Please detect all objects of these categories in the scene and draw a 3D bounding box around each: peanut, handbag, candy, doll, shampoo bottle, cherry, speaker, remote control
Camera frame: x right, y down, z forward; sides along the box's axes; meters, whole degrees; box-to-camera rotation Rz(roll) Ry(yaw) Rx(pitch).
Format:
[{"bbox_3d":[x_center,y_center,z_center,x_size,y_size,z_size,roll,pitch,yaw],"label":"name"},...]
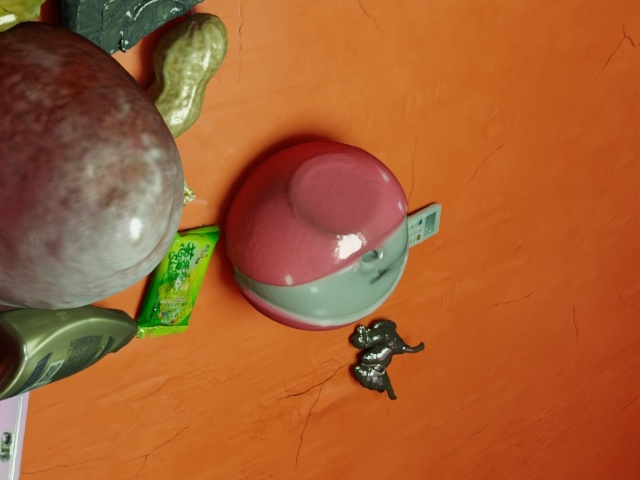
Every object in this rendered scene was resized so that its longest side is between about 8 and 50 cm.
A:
[{"bbox_3d":[-0.184,-0.207,1.450,0.089,0.089,0.192,13,105,-49],"label":"peanut"},{"bbox_3d":[-0.211,-0.322,1.356,0.270,0.089,0.175,-35,144,-26],"label":"handbag"},{"bbox_3d":[-0.208,0.060,1.638,0.102,0.032,0.178,4,112,-47],"label":"candy"},{"bbox_3d":[0.107,0.211,2.049,0.165,0.057,0.139,26,97,-42],"label":"doll"},{"bbox_3d":[-0.330,0.129,1.402,0.125,0.084,0.350,-47,172,11],"label":"shampoo bottle"},{"bbox_3d":[-0.310,-0.063,1.245,0.291,0.335,0.326,-30,159,-51],"label":"cherry"},{"bbox_3d":[0.000,0.000,1.704,0.294,0.294,0.294,-25,131,-33],"label":"speaker"},{"bbox_3d":[0.149,-0.016,1.962,0.162,0.029,0.061,-26,133,-39],"label":"remote control"}]

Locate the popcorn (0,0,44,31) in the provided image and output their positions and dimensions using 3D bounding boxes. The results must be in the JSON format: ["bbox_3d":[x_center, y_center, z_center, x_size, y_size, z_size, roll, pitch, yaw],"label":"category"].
[{"bbox_3d":[-0.310,-0.326,1.126,0.250,0.190,0.250,-35,177,-2],"label":"popcorn"}]

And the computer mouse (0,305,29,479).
[{"bbox_3d":[-0.434,0.218,1.414,0.158,0.072,0.310,24,65,-53],"label":"computer mouse"}]

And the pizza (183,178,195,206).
[{"bbox_3d":[-0.240,-0.070,1.454,0.161,0.062,0.182,11,128,-17],"label":"pizza"}]
